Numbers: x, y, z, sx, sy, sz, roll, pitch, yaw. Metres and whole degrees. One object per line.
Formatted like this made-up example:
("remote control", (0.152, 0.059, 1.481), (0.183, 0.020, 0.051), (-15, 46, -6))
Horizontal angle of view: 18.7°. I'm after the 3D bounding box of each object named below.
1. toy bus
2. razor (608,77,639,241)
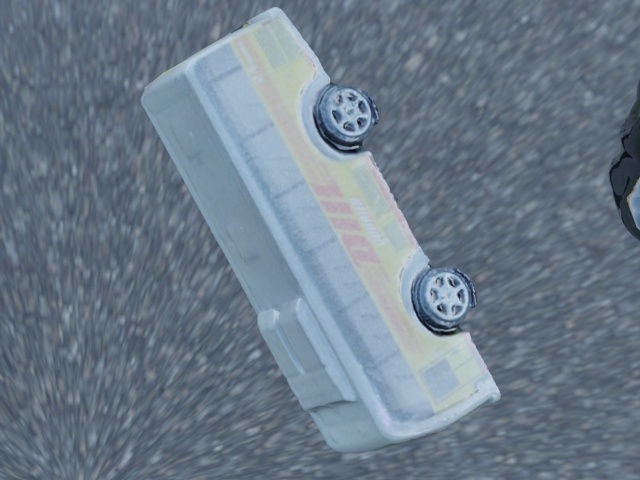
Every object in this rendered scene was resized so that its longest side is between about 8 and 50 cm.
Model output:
("toy bus", (0.000, 0.000, 1.143), (0.106, 0.092, 0.268), (-31, 94, -31))
("razor", (0.283, -0.016, 0.771), (0.326, 0.107, 0.189), (27, 108, -4))
